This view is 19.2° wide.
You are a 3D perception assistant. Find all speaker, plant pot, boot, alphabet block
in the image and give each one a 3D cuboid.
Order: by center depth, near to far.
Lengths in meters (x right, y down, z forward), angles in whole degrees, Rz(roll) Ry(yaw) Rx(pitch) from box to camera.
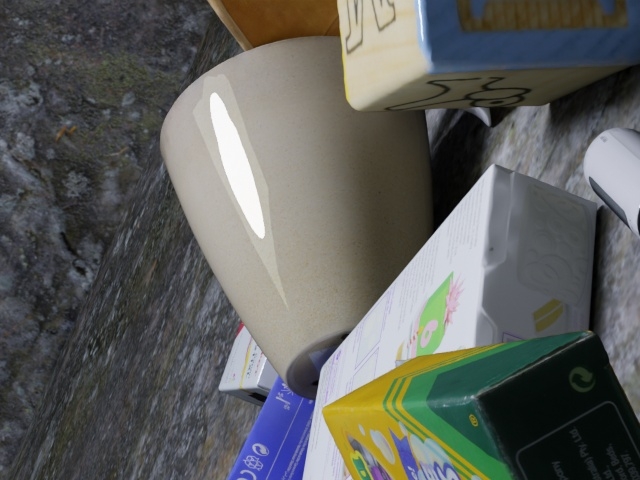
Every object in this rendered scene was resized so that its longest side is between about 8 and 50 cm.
[{"bbox_3d":[0.220,-0.034,1.272,0.136,0.055,0.055,-114,46,-70],"label":"speaker"},{"bbox_3d":[0.128,-0.212,1.503,0.197,0.192,0.193,160,107,-71],"label":"alphabet block"},{"bbox_3d":[0.000,0.000,1.736,0.256,0.256,0.274,-55,39,45],"label":"plant pot"},{"bbox_3d":[0.022,-0.235,1.770,0.211,0.295,0.104,-38,44,9],"label":"boot"}]

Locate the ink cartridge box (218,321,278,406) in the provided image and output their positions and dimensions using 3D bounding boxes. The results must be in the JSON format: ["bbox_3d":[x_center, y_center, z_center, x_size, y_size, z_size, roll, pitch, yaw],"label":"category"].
[{"bbox_3d":[-0.039,0.111,2.031,0.175,0.072,0.127,159,131,-73],"label":"ink cartridge box"}]

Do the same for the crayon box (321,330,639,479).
[{"bbox_3d":[0.107,0.168,1.110,0.083,0.203,0.323,-27,2,-17],"label":"crayon box"}]

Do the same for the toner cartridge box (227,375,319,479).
[{"bbox_3d":[-0.051,0.232,1.702,0.348,0.075,0.165,-63,-3,-59],"label":"toner cartridge box"}]

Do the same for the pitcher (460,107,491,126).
[{"bbox_3d":[0.130,-0.214,1.678,0.178,0.125,0.207,0,-68,-65],"label":"pitcher"}]

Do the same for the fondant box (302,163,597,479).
[{"bbox_3d":[0.088,0.132,1.458,0.330,0.096,0.238,126,160,-50],"label":"fondant box"}]
